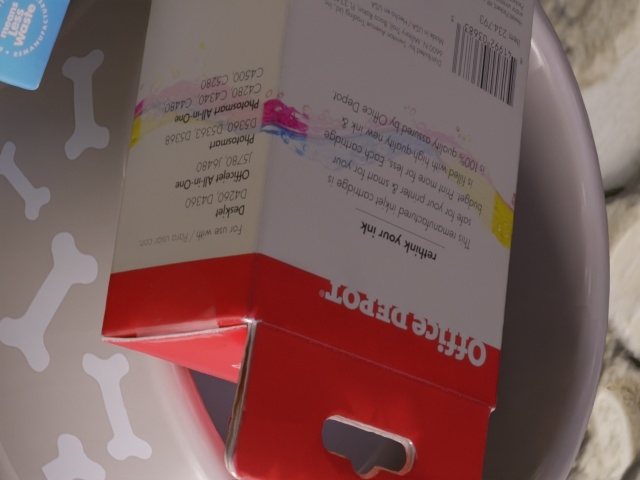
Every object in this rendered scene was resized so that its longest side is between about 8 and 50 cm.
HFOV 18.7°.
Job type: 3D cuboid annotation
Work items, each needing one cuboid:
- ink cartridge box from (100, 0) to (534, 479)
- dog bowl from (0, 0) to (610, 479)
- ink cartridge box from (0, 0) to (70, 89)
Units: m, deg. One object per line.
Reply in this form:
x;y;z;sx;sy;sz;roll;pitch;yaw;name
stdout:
0.002;-0.016;0.698;0.134;0.078;0.231;23;68;-43;ink cartridge box
0.000;0.000;0.830;0.349;0.102;0.349;8;80;-48;dog bowl
-0.160;-0.125;0.634;0.180;0.060;0.104;17;96;-45;ink cartridge box
